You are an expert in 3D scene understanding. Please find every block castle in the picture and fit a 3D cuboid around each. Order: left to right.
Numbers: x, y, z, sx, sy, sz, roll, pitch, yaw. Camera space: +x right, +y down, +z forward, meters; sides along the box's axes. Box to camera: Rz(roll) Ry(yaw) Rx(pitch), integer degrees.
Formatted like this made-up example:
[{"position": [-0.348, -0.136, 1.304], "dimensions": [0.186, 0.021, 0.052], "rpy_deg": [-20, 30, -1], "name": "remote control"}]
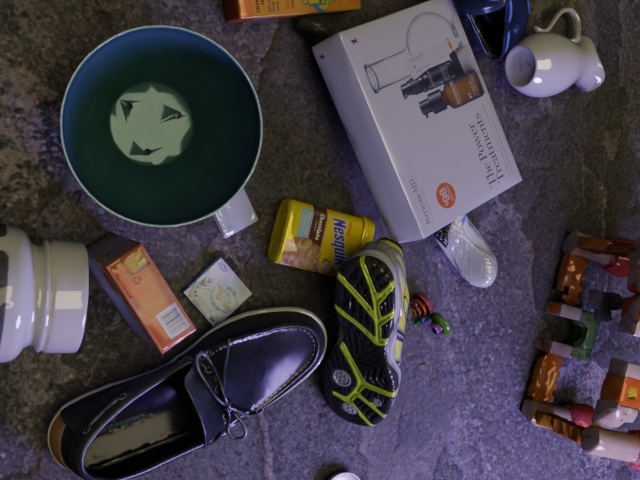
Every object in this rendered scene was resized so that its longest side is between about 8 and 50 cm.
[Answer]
[{"position": [0.611, 0.213, 1.687], "dimensions": [0.213, 0.303, 0.453], "rpy_deg": [15, 88, -19], "name": "block castle"}]

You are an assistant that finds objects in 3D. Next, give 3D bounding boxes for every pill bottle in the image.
[{"position": [-0.529, 0.073, 1.191], "dimensions": [0.361, 0.204, 0.204], "rpy_deg": [5, 93, -25], "name": "pill bottle"}]

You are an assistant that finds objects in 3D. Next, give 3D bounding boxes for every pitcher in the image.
[{"position": [0.462, -0.377, 1.662], "dimensions": [0.207, 0.125, 0.178], "rpy_deg": [-12, 87, -34], "name": "pitcher"}]

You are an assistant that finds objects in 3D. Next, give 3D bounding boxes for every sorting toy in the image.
[{"position": [0.206, 0.152, 1.621], "dimensions": [0.042, 0.061, 0.102], "rpy_deg": [-36, 86, -17], "name": "sorting toy"}]

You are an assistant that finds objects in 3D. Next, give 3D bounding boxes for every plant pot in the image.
[{"position": [-0.253, -0.177, 1.290], "dimensions": [0.290, 0.195, 0.290], "rpy_deg": [-3, 100, -17], "name": "plant pot"}]

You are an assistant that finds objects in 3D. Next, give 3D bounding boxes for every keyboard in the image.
[{"position": [-0.190, -0.131, 1.436], "dimensions": [0.072, 0.014, 0.256], "rpy_deg": [-32, 108, -24], "name": "keyboard"}]

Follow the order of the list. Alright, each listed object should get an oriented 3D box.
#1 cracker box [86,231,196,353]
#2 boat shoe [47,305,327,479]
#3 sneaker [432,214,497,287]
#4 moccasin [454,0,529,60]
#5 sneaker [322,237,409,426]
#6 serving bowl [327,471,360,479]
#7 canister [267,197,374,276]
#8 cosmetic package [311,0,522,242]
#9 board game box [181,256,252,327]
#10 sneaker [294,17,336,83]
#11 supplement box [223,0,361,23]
[{"position": [-0.288, 0.074, 1.287], "dimensions": [0.067, 0.232, 0.156], "rpy_deg": [-36, 109, -19], "name": "cracker box"}, {"position": [-0.197, 0.260, 1.385], "dimensions": [0.500, 0.156, 0.187], "rpy_deg": [-21, 109, -22], "name": "boat shoe"}, {"position": [0.267, -0.014, 1.634], "dimensions": [0.085, 0.086, 0.237], "rpy_deg": [-30, 96, 10], "name": "sneaker"}, {"position": [0.302, -0.447, 1.480], "dimensions": [0.342, 0.137, 0.117], "rpy_deg": [41, 68, -49], "name": "moccasin"}, {"position": [0.100, 0.172, 1.493], "dimensions": [0.147, 0.145, 0.385], "rpy_deg": [-46, 151, -52], "name": "sneaker"}, {"position": [0.039, 0.480, 1.594], "dimensions": [0.083, 0.027, 0.083], "rpy_deg": [-3, 97, -24], "name": "serving bowl"}, {"position": [0.000, 0.000, 1.503], "dimensions": [0.170, 0.073, 0.126], "rpy_deg": [14, 90, -24], "name": "canister"}, {"position": [0.182, -0.222, 1.497], "dimensions": [0.284, 0.097, 0.377], "rpy_deg": [-28, 99, -31], "name": "cosmetic package"}, {"position": [-0.181, 0.091, 1.456], "dimensions": [0.090, 0.020, 0.090], "rpy_deg": [-43, 111, -13], "name": "board game box"}, {"position": [0.016, -0.321, 1.489], "dimensions": [0.170, 0.051, 0.089], "rpy_deg": [25, 80, -28], "name": "sneaker"}, {"position": [-0.048, -0.424, 1.435], "dimensions": [0.233, 0.080, 0.078], "rpy_deg": [-13, 103, -26], "name": "supplement box"}]
